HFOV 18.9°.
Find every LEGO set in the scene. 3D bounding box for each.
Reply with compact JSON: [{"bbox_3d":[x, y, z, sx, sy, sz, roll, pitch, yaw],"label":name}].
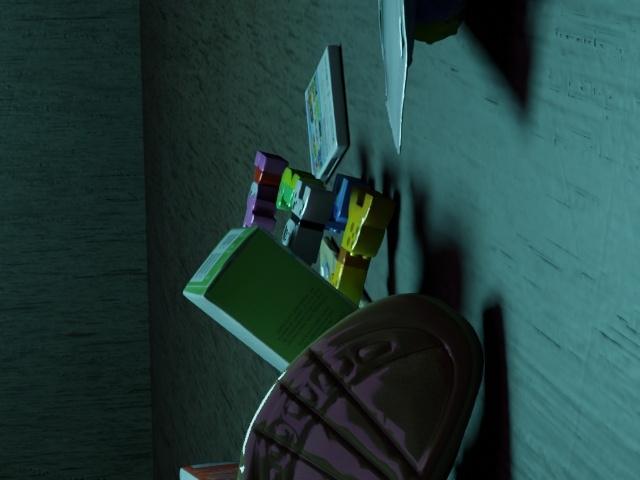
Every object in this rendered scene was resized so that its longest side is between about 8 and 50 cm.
[{"bbox_3d":[0.000,0.000,1.426,0.227,0.087,0.093,-139,62,-76],"label":"LEGO set"}]

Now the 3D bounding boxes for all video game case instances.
[{"bbox_3d":[0.004,-0.103,1.605,0.122,0.011,0.087,124,142,-73],"label":"video game case"}]

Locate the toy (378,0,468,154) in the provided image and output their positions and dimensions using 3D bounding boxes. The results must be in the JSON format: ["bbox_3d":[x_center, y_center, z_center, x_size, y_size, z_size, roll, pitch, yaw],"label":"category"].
[{"bbox_3d":[0.060,-0.168,1.145,0.237,0.056,0.136,-99,7,-58],"label":"toy"}]

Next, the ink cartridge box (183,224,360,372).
[{"bbox_3d":[0.009,0.077,1.310,0.062,0.209,0.109,-51,9,-7],"label":"ink cartridge box"}]

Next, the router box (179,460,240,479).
[{"bbox_3d":[-0.089,0.417,2.066,0.301,0.082,0.335,169,98,-80],"label":"router box"}]

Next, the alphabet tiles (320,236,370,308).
[{"bbox_3d":[0.023,0.164,1.576,0.342,0.011,0.285,-121,30,-70],"label":"alphabet tiles"}]

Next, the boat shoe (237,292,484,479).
[{"bbox_3d":[0.014,0.165,1.229,0.121,0.110,0.341,45,122,23],"label":"boat shoe"}]
